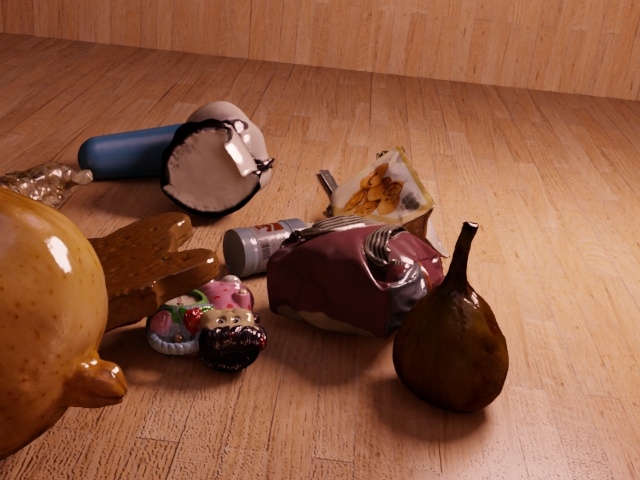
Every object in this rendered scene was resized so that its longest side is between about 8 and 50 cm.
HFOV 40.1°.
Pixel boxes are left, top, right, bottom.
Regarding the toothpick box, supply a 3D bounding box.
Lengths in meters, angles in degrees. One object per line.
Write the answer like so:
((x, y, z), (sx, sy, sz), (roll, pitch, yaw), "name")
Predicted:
((-0.106, 0.014, 1.761), (0.153, 0.101, 0.101), (-10, 28, -32), "toothpick box")

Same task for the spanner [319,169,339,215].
((0.037, -0.119, 2.196), (0.093, 0.026, 0.325), (-1, 23, -12), "spanner")

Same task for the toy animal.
((-0.242, -0.194, 2.048), (0.251, 0.250, 0.310), (6, 16, 1), "toy animal")

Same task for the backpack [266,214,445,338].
((0.092, 0.053, 1.599), (0.283, 0.197, 0.317), (17, 23, 31), "backpack")

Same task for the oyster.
((-0.703, -0.099, 1.883), (0.204, 0.111, 0.396), (18, 30, 33), "oyster")

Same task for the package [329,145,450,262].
((0.161, -0.033, 1.913), (0.221, 0.165, 0.311), (-36, 28, 10), "package")

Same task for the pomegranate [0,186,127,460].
((-0.440, 0.118, 1.146), (0.410, 0.410, 0.410), (5, 24, -2), "pomegranate")

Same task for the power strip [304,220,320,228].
((0.000, 0.000, 1.904), (0.048, 0.030, 0.191), (-2, 25, -14), "power strip")

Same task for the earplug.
((-0.463, -0.214, 2.176), (0.273, 0.132, 0.132), (-8, 27, -21), "earplug")

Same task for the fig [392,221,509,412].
((0.236, 0.126, 1.396), (0.191, 0.290, 0.190), (24, 6, -3), "fig")

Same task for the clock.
((-0.192, 0.143, 1.458), (0.194, 0.100, 0.195), (-4, 23, -13), "clock")

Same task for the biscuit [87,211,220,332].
((-0.373, 0.069, 1.516), (0.368, 0.076, 0.394), (-18, 20, -13), "biscuit")

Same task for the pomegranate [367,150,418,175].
((0.167, -0.145, 2.105), (0.143, 0.169, 0.122), (5, 26, 24), "pomegranate")
